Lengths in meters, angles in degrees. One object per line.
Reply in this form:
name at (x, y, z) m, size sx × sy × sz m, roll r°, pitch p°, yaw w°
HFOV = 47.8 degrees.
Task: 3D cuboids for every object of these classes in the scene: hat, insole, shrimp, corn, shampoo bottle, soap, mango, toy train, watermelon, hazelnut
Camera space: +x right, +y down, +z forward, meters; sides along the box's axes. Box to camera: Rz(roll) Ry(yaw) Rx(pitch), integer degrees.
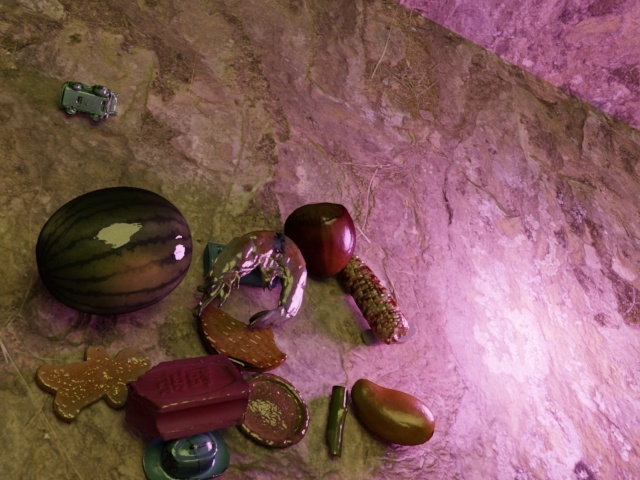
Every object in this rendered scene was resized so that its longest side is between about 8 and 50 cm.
hat at (-0.267, 0.436, 1.495) m, size 0.190 × 0.078 × 0.138 m, roll -15°, pitch 63°, yaw -39°
insole at (0.192, 0.256, 1.976) m, size 0.191 × 0.010 × 0.063 m, roll -5°, pitch 56°, yaw -34°
shrimp at (-0.166, 0.109, 1.777) m, size 0.360 × 0.085 × 0.247 m, roll -33°, pitch 91°, yaw -40°
corn at (0.135, 0.153, 1.966) m, size 0.098 × 0.098 × 0.290 m, roll -10°, pitch 52°, yaw -37°
shampoo bottle at (-0.172, 0.070, 1.873) m, size 0.258 × 0.061 × 0.104 m, roll 10°, pitch 54°, yaw -25°
soap at (-0.284, 0.333, 1.519) m, size 0.249 × 0.099 × 0.162 m, roll -5°, pitch 28°, yaw -34°
mango at (0.173, 0.421, 1.767) m, size 0.227 × 0.099 × 0.136 m, roll 30°, pitch 48°, yaw 5°
toy train at (-0.626, -0.382, 1.962) m, size 0.149 × 0.099 × 0.081 m, roll 10°, pitch 16°, yaw -16°
watermelon at (-0.437, 0.020, 1.593) m, size 0.359 × 0.279 × 0.279 m, roll -10°, pitch 60°, yaw -36°
hazelnut at (0.000, 0.000, 1.958) m, size 0.208 × 0.208 × 0.208 m, roll 17°, pitch 47°, yaw -19°

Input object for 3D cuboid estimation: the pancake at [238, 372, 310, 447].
pancake at (-0.114, 0.390, 1.669) m, size 0.199 × 0.021 × 0.199 m, roll 18°, pitch 46°, yaw -19°

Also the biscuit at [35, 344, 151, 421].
biscuit at (-0.466, 0.293, 1.528) m, size 0.234 × 0.030 × 0.153 m, roll -20°, pitch 67°, yaw -41°

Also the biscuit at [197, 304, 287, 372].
biscuit at (-0.198, 0.232, 1.740) m, size 0.176 × 0.031 × 0.229 m, roll -21°, pitch 62°, yaw -46°

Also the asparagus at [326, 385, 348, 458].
asparagus at (0.039, 0.431, 1.716) m, size 0.045 × 0.041 × 0.179 m, roll 6°, pitch 52°, yaw 4°
